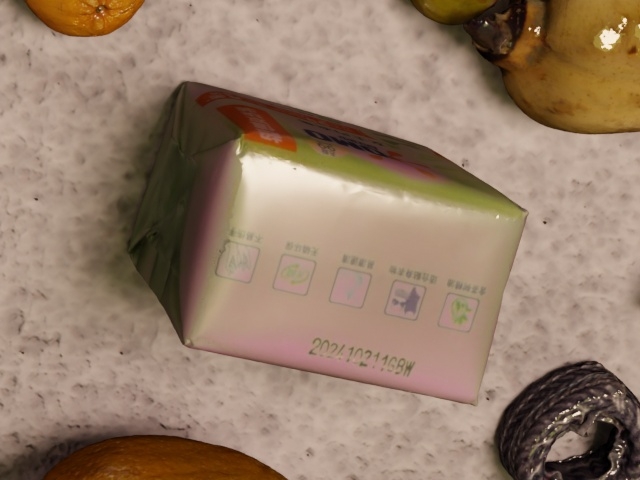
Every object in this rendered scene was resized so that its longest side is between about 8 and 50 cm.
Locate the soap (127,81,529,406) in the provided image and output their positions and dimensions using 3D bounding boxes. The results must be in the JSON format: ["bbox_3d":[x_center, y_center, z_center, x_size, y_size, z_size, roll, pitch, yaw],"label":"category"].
[{"bbox_3d":[0.000,0.000,1.083,0.199,0.182,0.138,14,102,-19],"label":"soap"}]

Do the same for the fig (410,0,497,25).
[{"bbox_3d":[0.081,-0.190,1.109,0.098,0.082,0.084,40,129,-6],"label":"fig"}]

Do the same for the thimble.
[{"bbox_3d":[0.183,0.143,1.239,0.104,0.066,0.095,-45,111,4],"label":"thimble"}]

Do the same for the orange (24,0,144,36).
[{"bbox_3d":[-0.143,-0.162,1.051,0.083,0.070,0.083,-9,144,-7],"label":"orange"}]

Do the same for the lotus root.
[{"bbox_3d":[0.186,-0.128,1.127,0.221,0.118,0.125,0,118,-17],"label":"lotus root"}]

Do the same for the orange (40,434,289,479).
[{"bbox_3d":[-0.091,0.246,1.090,0.264,0.264,0.264,-4,107,-14],"label":"orange"}]
